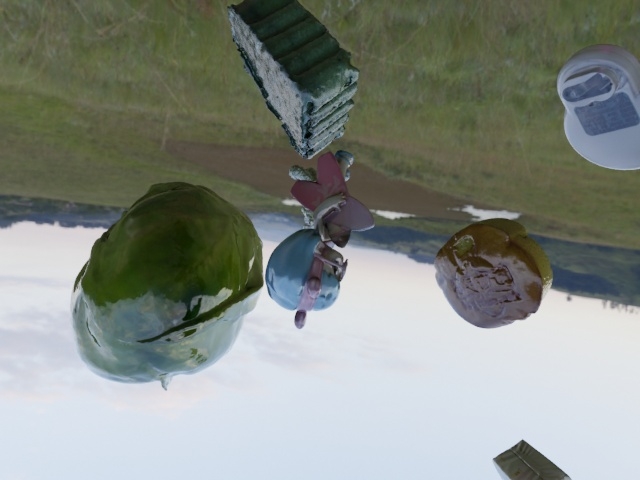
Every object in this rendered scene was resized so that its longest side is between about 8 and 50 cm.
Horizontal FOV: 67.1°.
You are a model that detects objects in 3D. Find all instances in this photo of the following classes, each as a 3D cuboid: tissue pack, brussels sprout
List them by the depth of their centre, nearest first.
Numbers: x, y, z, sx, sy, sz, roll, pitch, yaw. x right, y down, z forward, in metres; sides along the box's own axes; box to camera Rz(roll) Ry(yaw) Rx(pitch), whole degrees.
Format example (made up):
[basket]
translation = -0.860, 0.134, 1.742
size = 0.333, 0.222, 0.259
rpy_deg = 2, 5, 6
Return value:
[brussels sprout]
translation = -0.298, 0.095, 0.974
size = 0.342, 0.426, 0.361
rpy_deg = 27, 179, -10
[tissue pack]
translation = 0.564, 0.642, 1.210
size = 0.124, 0.185, 0.225
rpy_deg = -32, 180, -4

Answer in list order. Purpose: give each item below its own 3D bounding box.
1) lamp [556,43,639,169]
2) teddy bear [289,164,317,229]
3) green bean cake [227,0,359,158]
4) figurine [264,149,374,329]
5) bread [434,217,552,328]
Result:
[lamp]
translation = 0.495, -0.224, 0.803
size = 0.246, 0.108, 0.179
rpy_deg = 44, 155, -21
[teddy bear]
translation = -0.012, -0.131, 1.472
size = 0.111, 0.213, 0.133
rpy_deg = -12, 180, 36
[green bean cake]
translation = -0.043, -0.254, 0.737
size = 0.208, 0.107, 0.193
rpy_deg = 49, 168, 10
[figurine]
translation = -0.010, -0.008, 0.672
size = 0.102, 0.260, 0.205
rpy_deg = 22, 145, -10
[bread]
translation = 0.414, 0.080, 1.163
size = 0.148, 0.270, 0.269
rpy_deg = -23, -160, -40
